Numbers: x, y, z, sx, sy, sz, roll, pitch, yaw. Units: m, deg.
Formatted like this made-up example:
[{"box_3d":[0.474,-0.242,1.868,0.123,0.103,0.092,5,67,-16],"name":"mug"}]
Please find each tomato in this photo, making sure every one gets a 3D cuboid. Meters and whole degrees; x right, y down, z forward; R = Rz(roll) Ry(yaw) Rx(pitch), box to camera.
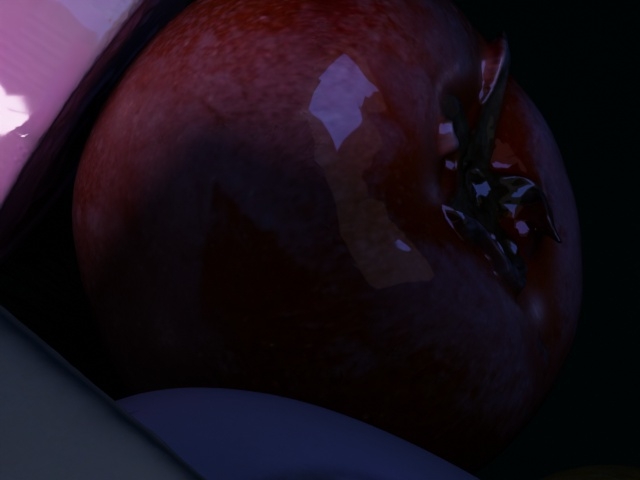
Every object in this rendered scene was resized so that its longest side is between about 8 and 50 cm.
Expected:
[{"box_3d":[0.000,0.000,0.834,0.270,0.227,0.270,32,48,-43],"name":"tomato"}]

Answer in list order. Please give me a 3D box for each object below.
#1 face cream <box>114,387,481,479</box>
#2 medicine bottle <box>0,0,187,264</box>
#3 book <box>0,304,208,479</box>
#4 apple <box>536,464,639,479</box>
[{"box_3d":[-0.027,0.187,0.557,0.357,0.219,0.312,24,36,-11],"name":"face cream"},{"box_3d":[-0.244,-0.152,0.824,0.325,0.212,0.212,34,31,0],"name":"medicine bottle"},{"box_3d":[-0.202,0.134,0.355,0.379,0.031,0.264,-35,41,-20],"name":"book"},{"box_3d":[0.135,0.192,0.777,0.182,0.155,0.182,31,17,-10],"name":"apple"}]
